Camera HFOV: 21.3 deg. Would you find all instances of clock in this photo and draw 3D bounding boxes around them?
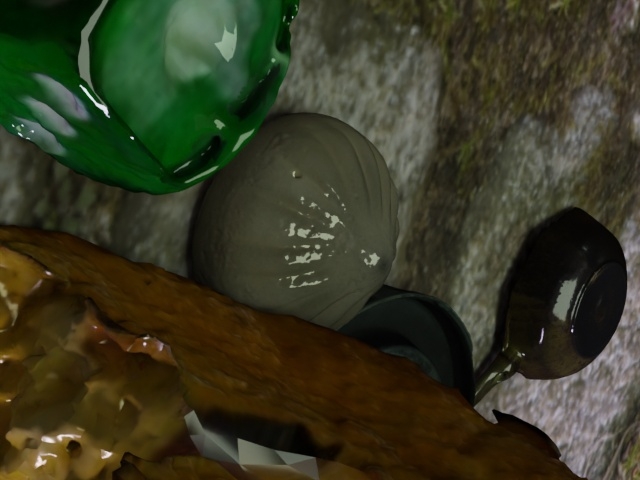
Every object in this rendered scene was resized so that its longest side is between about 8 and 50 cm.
[{"bbox_3d":[0.016,0.134,1.098,0.226,0.049,0.226,-25,126,-41],"label":"clock"}]

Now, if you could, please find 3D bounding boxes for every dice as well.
[{"bbox_3d":[-0.093,-0.106,0.790,0.131,0.120,0.128,-59,140,-17],"label":"dice"}]

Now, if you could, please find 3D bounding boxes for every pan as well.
[{"bbox_3d":[0.173,0.078,1.262,0.128,0.048,0.202,39,76,-52],"label":"pan"}]

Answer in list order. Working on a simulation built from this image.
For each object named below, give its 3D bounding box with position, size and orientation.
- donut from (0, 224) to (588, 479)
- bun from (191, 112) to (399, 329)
[{"bbox_3d":[-0.009,0.166,0.763,0.377,0.435,0.163,21,102,-21],"label":"donut"},{"bbox_3d":[0.000,0.000,0.978,0.138,0.094,0.138,-24,125,-39],"label":"bun"}]
